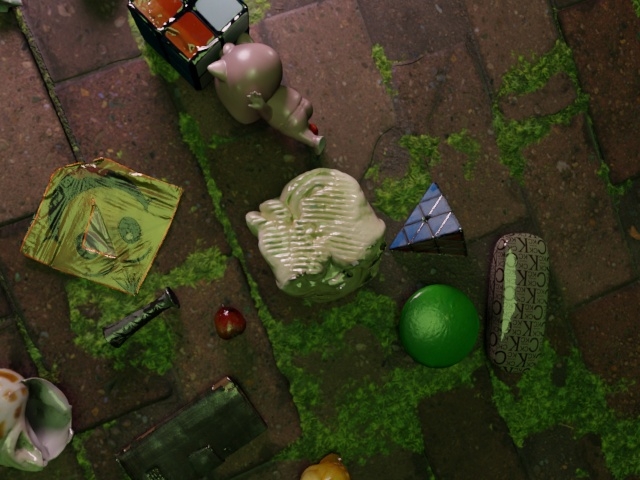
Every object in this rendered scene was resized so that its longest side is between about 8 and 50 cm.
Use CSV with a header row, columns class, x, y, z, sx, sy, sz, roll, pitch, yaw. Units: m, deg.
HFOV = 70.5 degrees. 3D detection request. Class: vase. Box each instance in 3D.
class,x,y,z,sx,sy,sz,roll,pitch,yaw
vase,-0.402,0.173,1.023,0.167,0.059,0.059,-34,97,-7

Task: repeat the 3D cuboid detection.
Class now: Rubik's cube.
class,x,y,z,sx,sy,sz,roll,pitch,yaw
Rubik's cube,0.260,-0.060,1.125,0.190,0.211,0.178,-6,69,14
Rubik's cube,-0.272,-0.464,0.970,0.183,0.167,0.180,42,84,-9

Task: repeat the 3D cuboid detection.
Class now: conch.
class,x,y,z,sx,sy,sz,roll,pitch,yaw
conch,-0.659,0.357,0.941,0.148,0.182,0.275,-23,94,26

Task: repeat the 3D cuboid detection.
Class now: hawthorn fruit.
class,x,y,z,sx,sy,sz,roll,pitch,yaw
hawthorn fruit,-0.210,0.191,1.049,0.077,0.077,0.077,0,92,-9

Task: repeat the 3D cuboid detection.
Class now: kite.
class,x,y,z,sx,sy,sz,roll,pitch,yaw
kite,-0.481,-0.025,1.027,0.377,0.013,0.328,-20,95,-10

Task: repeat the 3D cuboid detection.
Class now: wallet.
class,x,y,z,sx,sy,sz,roll,pitch,yaw
wallet,-0.296,0.468,1.056,0.317,0.044,0.169,-34,98,-6

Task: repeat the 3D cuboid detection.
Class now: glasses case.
class,x,y,z,sx,sy,sz,roll,pitch,yaw
glasses case,0.501,0.158,1.154,0.137,0.085,0.355,4,91,-10

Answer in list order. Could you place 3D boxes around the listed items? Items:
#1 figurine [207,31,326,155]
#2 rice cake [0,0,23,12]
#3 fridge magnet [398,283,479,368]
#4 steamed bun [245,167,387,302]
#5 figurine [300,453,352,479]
class,x,y,z,sx,sy,sz,roll,pitch,yaw
figurine,-0.115,-0.294,0.985,0.287,0.186,0.176,34,56,-24
rice cake,-0.652,-0.635,0.962,0.081,0.051,0.291,8,92,0
fridge magnet,0.291,0.211,1.121,0.207,0.088,0.208,0,91,-10
steamed bun,0.000,0.000,1.023,0.267,0.207,0.280,-29,69,-7
figurine,-0.021,0.624,1.068,0.246,0.131,0.156,-45,132,-7
